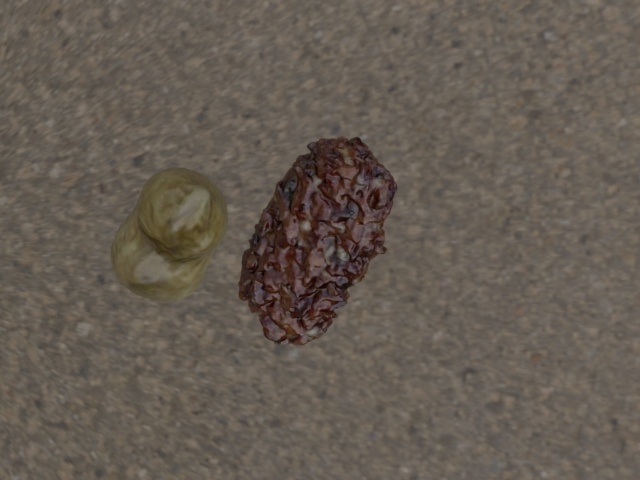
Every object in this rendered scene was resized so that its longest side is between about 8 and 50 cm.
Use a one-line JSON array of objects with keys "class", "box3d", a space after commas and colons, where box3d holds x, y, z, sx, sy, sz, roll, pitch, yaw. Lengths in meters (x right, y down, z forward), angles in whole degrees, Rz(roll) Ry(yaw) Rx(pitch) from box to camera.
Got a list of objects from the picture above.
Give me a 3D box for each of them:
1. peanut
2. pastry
[{"class": "peanut", "box3d": [-0.180, -0.005, 1.514, 0.122, 0.253, 0.137, 33, 51, -4]}, {"class": "pastry", "box3d": [-0.002, -0.001, 1.118, 0.115, 0.097, 0.208, 27, 120, 1]}]
